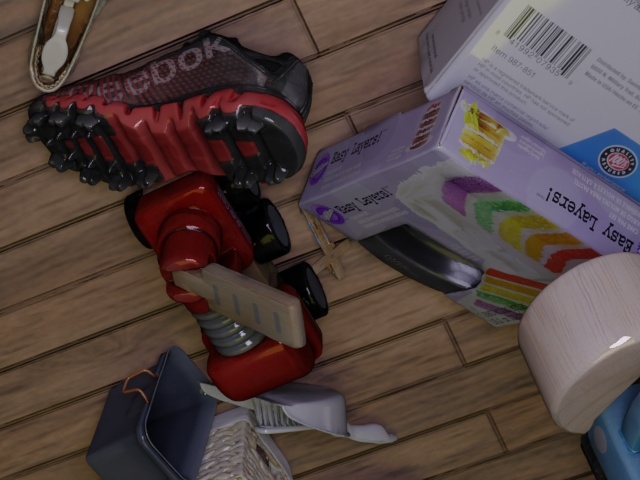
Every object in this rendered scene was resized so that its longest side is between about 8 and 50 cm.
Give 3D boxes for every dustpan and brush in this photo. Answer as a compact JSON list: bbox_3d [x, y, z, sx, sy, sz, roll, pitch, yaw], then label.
[{"bbox_3d":[-0.003,0.177,1.440,0.211,0.147,0.060,3,93,-38],"label":"dustpan and brush"}]

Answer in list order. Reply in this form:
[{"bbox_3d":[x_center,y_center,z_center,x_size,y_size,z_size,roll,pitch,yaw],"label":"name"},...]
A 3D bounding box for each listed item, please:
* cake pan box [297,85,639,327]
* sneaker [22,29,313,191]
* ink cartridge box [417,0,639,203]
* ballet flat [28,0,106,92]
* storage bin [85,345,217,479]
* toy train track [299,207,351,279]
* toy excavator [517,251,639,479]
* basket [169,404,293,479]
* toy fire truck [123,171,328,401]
[{"bbox_3d":[0.138,-0.019,1.255,0.246,0.070,0.267,33,158,-19],"label":"cake pan box"},{"bbox_3d":[-0.125,-0.115,1.254,0.276,0.135,0.097,1,137,25],"label":"sneaker"},{"bbox_3d":[0.260,-0.200,1.189,0.223,0.129,0.307,31,117,-17],"label":"ink cartridge box"},{"bbox_3d":[-0.209,-0.199,1.223,0.057,0.052,0.168,15,120,-10],"label":"ballet flat"},{"bbox_3d":[-0.174,0.179,1.416,0.091,0.135,0.098,-24,120,24],"label":"storage bin"},{"bbox_3d":[0.000,0.000,1.370,0.048,0.014,0.083,-37,113,-25],"label":"toy train track"},{"bbox_3d":[0.347,0.151,1.242,0.433,0.222,0.445,-9,140,-15],"label":"toy excavator"},{"bbox_3d":[-0.122,0.264,1.479,0.167,0.103,0.113,-24,120,12],"label":"basket"},{"bbox_3d":[-0.067,0.056,1.269,0.158,0.246,0.217,-23,119,13],"label":"toy fire truck"}]
